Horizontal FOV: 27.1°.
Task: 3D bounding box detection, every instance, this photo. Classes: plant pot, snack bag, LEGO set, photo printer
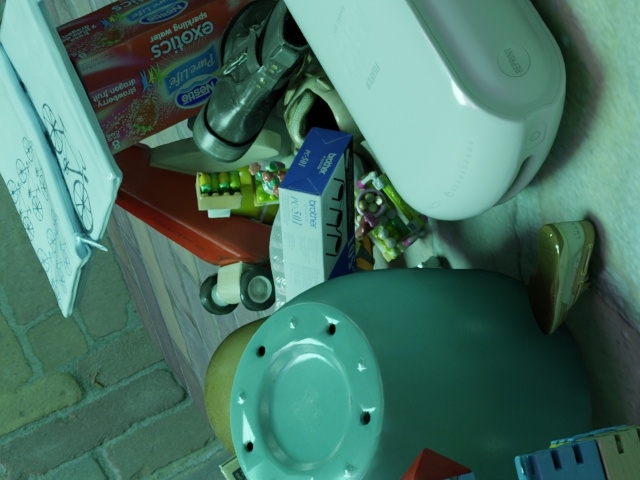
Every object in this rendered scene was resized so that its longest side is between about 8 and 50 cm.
[{"bbox_3d":[0.061,0.159,1.213,0.293,0.235,0.293,-9,77,42],"label":"plant pot"},{"bbox_3d":[-0.330,-0.114,1.582,0.323,0.037,0.342,64,151,18],"label":"snack bag"},{"bbox_3d":[0.012,-0.036,1.419,0.287,0.132,0.107,29,168,-6],"label":"LEGO set"},{"bbox_3d":[0.080,-0.169,1.106,0.307,0.107,0.256,60,164,11],"label":"photo printer"},{"bbox_3d":[-0.008,0.186,1.835,0.237,0.237,0.254,61,149,7],"label":"plant pot"}]

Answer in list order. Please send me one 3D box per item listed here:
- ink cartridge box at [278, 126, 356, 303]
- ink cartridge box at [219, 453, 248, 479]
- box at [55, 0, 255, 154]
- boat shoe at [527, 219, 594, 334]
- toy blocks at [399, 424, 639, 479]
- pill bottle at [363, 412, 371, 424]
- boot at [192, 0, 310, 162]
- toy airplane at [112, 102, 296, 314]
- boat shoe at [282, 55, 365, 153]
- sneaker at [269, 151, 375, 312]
[{"bbox_3d":[0.000,0.000,1.315,0.046,0.097,0.207,12,135,15],"label":"ink cartridge box"},{"bbox_3d":[-0.016,0.301,1.433,0.193,0.088,0.235,55,174,8],"label":"ink cartridge box"},{"bbox_3d":[-0.180,-0.224,1.576,0.122,0.257,0.128,37,149,50],"label":"box"},{"bbox_3d":[0.209,0.033,1.136,0.135,0.045,0.050,90,160,-54],"label":"boat shoe"},{"bbox_3d":[0.217,0.256,0.986,0.191,0.381,0.261,135,123,-75],"label":"toy blocks"},{"bbox_3d":[0.142,0.263,1.431,0.363,0.210,0.210,49,159,42],"label":"pill bottle"},{"bbox_3d":[-0.037,-0.219,1.395,0.091,0.263,0.229,26,139,-14],"label":"boot"},{"bbox_3d":[-0.182,-0.101,1.775,0.386,0.272,0.384,19,160,21],"label":"toy airplane"},{"bbox_3d":[0.005,-0.139,1.418,0.109,0.098,0.302,66,164,-10],"label":"boat shoe"},{"bbox_3d":[0.034,0.047,1.599,0.124,0.180,0.321,23,107,39],"label":"sneaker"}]
